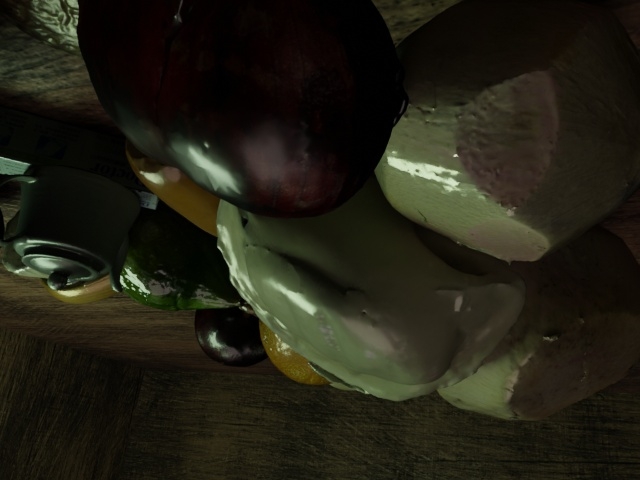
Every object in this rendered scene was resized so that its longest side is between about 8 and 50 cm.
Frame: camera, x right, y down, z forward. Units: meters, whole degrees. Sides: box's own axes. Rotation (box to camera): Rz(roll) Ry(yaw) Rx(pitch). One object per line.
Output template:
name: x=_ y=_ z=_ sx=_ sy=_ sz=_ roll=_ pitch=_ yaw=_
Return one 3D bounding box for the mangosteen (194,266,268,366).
mangosteen: x=-0.186 y=0.176 z=1.284 sx=0.228 sy=0.228 sz=0.266 roll=12 pitch=126 yaw=-13

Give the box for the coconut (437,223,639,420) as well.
coconut: x=0.284 y=0.091 z=0.805 sx=0.352 sy=0.353 sz=0.353 roll=6 pitch=158 yaw=2

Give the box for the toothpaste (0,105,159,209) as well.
toothpaste: x=-0.394 y=-0.126 z=0.762 sx=0.336 sy=0.081 sz=0.067 roll=14 pitch=157 yaw=-17

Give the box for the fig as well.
fig: x=-0.232 y=0.052 z=0.916 sx=0.235 sy=0.203 sz=0.203 roll=42 pitch=164 yaw=16

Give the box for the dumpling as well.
dumpling: x=0.026 y=0.074 z=0.662 sx=0.394 sy=0.233 sz=0.316 roll=20 pitch=124 yaw=17

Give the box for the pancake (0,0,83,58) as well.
pancake: x=-0.223 y=-0.236 z=0.517 sx=0.211 sy=0.029 sz=0.235 roll=-15 pitch=149 yaw=43

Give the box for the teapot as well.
teapot: x=-0.356 y=-0.006 z=0.738 sx=0.162 sy=0.149 sz=0.239 roll=-4 pitch=155 yaw=24

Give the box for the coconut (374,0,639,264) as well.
coconut: x=0.171 y=-0.092 z=0.472 sx=0.230 sy=0.227 sz=0.227 roll=29 pitch=173 yaw=35

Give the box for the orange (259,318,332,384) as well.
orange: x=0.002 y=0.166 z=1.115 sx=0.273 sy=0.275 sz=0.274 roll=6 pitch=158 yaw=2

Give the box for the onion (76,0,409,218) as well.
onion: x=-0.056 y=-0.135 z=0.399 sx=0.221 sy=0.281 sz=0.281 roll=-11 pitch=166 yaw=-25

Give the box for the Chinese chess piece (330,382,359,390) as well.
Chinese chess piece: x=0.101 y=0.248 z=1.311 sx=0.273 sy=0.273 sz=0.102 roll=-8 pitch=116 yaw=32

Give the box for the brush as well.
brush: x=-0.435 y=0.009 z=1.016 sx=0.266 sy=0.175 sz=0.166 roll=-11 pitch=147 yaw=5

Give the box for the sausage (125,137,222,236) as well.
sausage: x=-0.150 y=-0.068 z=0.805 sx=0.134 sy=0.116 sz=0.354 roll=-12 pitch=158 yaw=13

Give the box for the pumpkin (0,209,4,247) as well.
pumpkin: x=-0.692 y=-0.027 z=0.931 sx=0.249 sy=0.216 sz=0.250 roll=2 pitch=124 yaw=3
